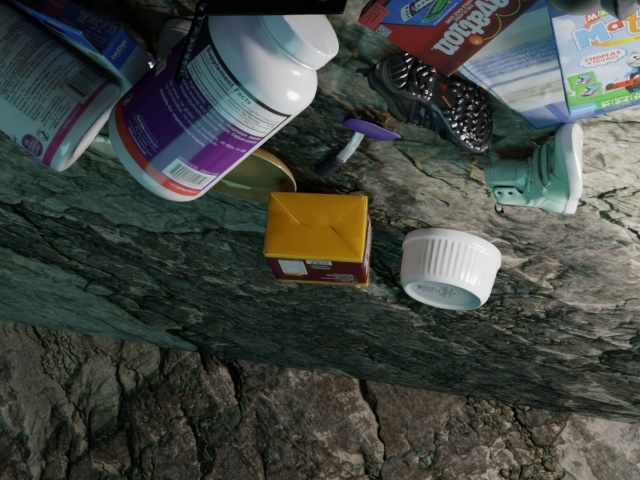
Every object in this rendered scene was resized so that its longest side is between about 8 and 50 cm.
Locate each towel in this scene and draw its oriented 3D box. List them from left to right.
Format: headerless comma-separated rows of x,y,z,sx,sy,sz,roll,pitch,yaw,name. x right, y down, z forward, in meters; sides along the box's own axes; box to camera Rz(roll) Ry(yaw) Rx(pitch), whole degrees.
0.294,-0.240,1.296,0.209,0.034,0.285,-10,151,44,towel

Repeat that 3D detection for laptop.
-0.049,-0.302,1.071,0.136,0.234,0.264,19,159,-10,laptop

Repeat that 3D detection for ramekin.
0.262,0.065,2.007,0.207,0.109,0.207,13,160,5,ramekin

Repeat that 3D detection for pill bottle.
-0.454,-0.245,1.444,0.283,0.160,0.160,37,156,-7,pill bottle
-0.132,-0.206,1.343,0.323,0.182,0.181,-37,132,28,pill bottle

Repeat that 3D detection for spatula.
0.045,-0.156,1.684,0.084,0.030,0.296,21,159,-15,spatula

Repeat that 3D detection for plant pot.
-0.158,-0.138,1.869,0.236,0.032,0.236,12,159,5,plant pot

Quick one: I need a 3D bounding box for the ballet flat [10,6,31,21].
-0.494,-0.312,1.602,0.079,0.077,0.221,28,159,17,ballet flat

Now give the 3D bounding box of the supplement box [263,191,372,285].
0.000,0.000,1.931,0.191,0.129,0.194,3,162,7,supplement box

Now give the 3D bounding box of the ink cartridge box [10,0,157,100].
-0.315,-0.272,1.495,0.185,0.065,0.311,30,173,34,ink cartridge box

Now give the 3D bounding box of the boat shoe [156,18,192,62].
-0.140,-0.256,1.473,0.227,0.081,0.079,19,159,-11,boat shoe

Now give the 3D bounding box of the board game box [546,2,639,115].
0.366,-0.238,1.175,0.160,0.039,0.211,-13,151,15,board game box

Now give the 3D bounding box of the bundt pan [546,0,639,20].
0.267,-0.328,0.891,0.330,0.124,0.331,12,151,7,bundt pan

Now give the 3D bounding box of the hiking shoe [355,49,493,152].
0.159,-0.204,1.437,0.227,0.086,0.114,34,166,-31,hiking shoe

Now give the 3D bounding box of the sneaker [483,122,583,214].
0.330,-0.106,1.521,0.151,0.094,0.256,4,160,11,sneaker

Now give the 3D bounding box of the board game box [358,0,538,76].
0.174,-0.302,1.147,0.145,0.027,0.281,27,149,-17,board game box

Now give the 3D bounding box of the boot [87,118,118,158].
-0.363,-0.199,1.792,0.165,0.077,0.213,21,160,-9,boot
